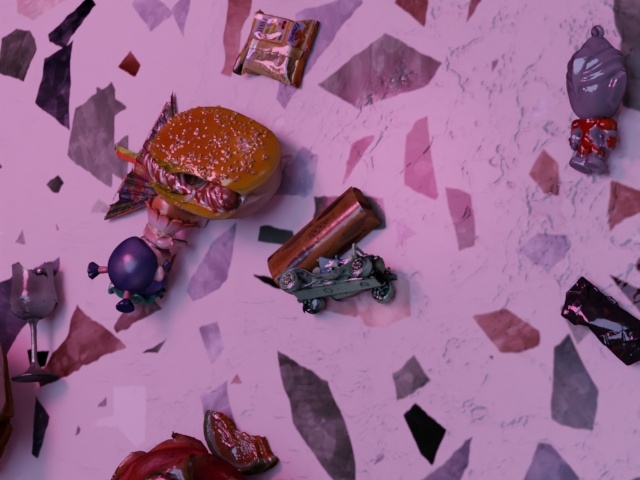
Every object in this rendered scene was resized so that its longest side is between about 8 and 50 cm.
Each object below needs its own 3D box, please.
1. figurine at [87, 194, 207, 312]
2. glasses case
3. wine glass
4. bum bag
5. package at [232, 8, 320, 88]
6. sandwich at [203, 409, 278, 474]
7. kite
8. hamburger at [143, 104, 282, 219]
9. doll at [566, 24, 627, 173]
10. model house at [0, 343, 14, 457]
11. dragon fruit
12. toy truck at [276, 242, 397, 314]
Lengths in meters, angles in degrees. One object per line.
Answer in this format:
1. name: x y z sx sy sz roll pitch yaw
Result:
1. figurine: -0.266 0.012 1.588 0.111 0.102 0.195 33 98 37
2. glasses case: 0.000 0.000 1.456 0.170 0.041 0.064 -40 60 20
3. wine glass: -0.473 0.132 1.709 0.079 0.079 0.195 -15 72 30
4. bum bag: 0.338 0.096 1.215 0.058 0.034 0.124 -50 58 3
5. package: -0.068 -0.293 1.576 0.121 0.031 0.108 18 89 29
6. sandwich: -0.120 0.295 1.469 0.135 0.029 0.067 24 93 34
7. kite: -0.275 -0.127 1.682 0.183 0.014 0.241 28 94 37
8. hamburger: -0.156 -0.114 1.518 0.210 0.116 0.173 25 71 34
9. doll: 0.334 -0.171 1.263 0.094 0.079 0.180 10 98 58
10. model house: -0.594 0.281 1.706 0.199 0.219 0.229 33 143 7
11. dragon fruit: -0.175 0.386 1.352 0.250 0.315 0.250 0 93 -4
12. toy truck: 0.022 0.045 1.413 0.154 0.080 0.078 -12 51 30
